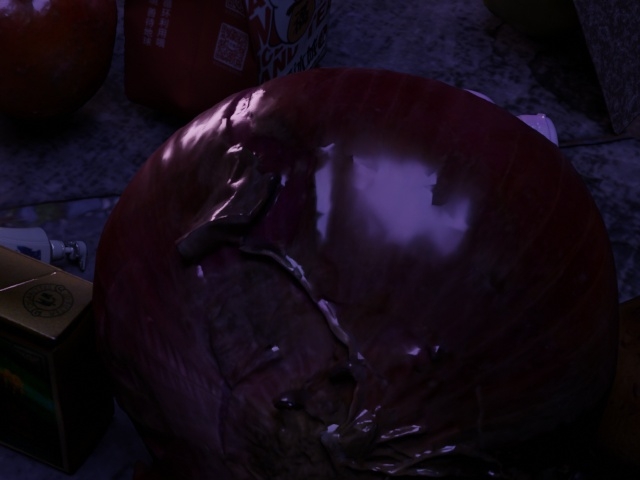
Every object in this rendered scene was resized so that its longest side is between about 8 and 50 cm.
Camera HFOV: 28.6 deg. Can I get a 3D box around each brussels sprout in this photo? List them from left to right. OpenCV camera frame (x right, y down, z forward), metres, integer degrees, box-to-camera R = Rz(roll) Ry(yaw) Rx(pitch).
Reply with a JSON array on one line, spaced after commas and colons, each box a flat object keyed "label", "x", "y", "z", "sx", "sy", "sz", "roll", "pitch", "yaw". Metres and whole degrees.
[{"label": "brussels sprout", "x": 0.241, "y": -0.267, "z": 1.255, "sx": 0.122, "sy": 0.149, "sz": 0.151, "roll": 40, "pitch": 45, "yaw": 26}]

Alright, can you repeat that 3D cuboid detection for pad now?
[{"label": "pad", "x": 0.289, "y": -0.240, "z": 1.205, "sx": 0.003, "sy": 0.235, "sz": 0.158, "roll": 3, "pitch": 35, "yaw": 47}]

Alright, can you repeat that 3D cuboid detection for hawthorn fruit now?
[{"label": "hawthorn fruit", "x": -0.266, "y": -0.192, "z": 1.110, "sx": 0.173, "sy": 0.173, "sz": 0.173, "roll": 3, "pitch": 48, "yaw": -4}]

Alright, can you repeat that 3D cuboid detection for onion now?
[{"label": "onion", "x": 0.016, "y": 0.066, "z": 0.802, "sx": 0.354, "sy": 0.353, "sz": 0.353, "roll": 3, "pitch": 48, "yaw": -4}]

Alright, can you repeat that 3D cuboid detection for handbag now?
[{"label": "handbag", "x": -0.075, "y": -0.248, "z": 1.097, "sx": 0.151, "sy": 0.298, "sz": 0.171, "roll": 22, "pitch": 50, "yaw": 13}]

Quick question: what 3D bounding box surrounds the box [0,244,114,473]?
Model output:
[{"label": "box", "x": -0.267, "y": 0.057, "z": 0.894, "sx": 0.240, "sy": 0.159, "sz": 0.071, "roll": 21, "pitch": 47, "yaw": 14}]

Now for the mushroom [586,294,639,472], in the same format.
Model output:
[{"label": "mushroom", "x": 0.296, "y": 0.100, "z": 0.925, "sx": 0.231, "sy": 0.138, "sz": 0.194, "roll": 4, "pitch": 54, "yaw": 15}]

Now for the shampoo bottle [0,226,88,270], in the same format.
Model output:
[{"label": "shampoo bottle", "x": -0.246, "y": 0.008, "z": 0.992, "sx": 0.141, "sy": 0.034, "sz": 0.049, "roll": -2, "pitch": 72, "yaw": -46}]

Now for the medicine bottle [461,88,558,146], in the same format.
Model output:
[{"label": "medicine bottle", "x": 0.097, "y": -0.078, "z": 1.112, "sx": 0.219, "sy": 0.078, "sz": 0.115, "roll": -2, "pitch": 56, "yaw": -7}]
